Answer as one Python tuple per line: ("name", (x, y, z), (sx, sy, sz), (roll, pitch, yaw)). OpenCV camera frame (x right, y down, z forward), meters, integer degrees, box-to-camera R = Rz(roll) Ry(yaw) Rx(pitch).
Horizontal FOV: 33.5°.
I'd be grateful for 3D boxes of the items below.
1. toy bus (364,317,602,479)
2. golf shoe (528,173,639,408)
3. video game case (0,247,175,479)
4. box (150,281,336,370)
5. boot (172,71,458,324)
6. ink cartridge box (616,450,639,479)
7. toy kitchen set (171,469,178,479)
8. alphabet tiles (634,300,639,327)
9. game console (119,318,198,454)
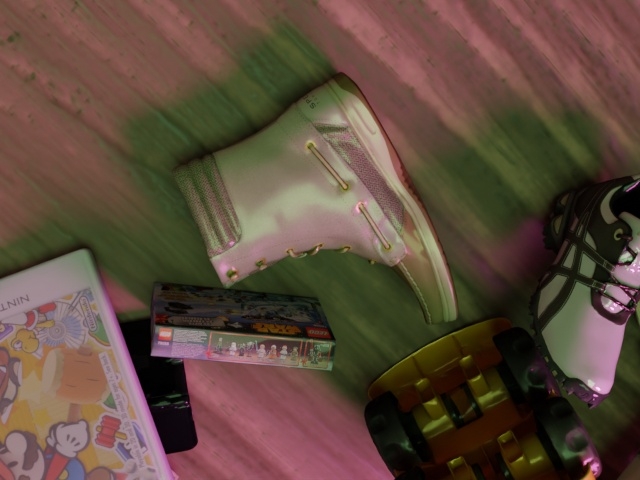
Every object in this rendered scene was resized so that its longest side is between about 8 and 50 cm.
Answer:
("toy bus", (0.149, 0.204, 0.842), (0.149, 0.220, 0.211), (-27, 116, 4))
("golf shoe", (0.215, 0.027, 0.803), (0.077, 0.198, 0.094), (29, 141, -24))
("video game case", (-0.236, 0.146, 0.812), (0.206, 0.026, 0.227), (-21, 86, -2))
("box", (-0.062, 0.066, 0.823), (0.137, 0.094, 0.027), (6, 106, -10))
("boot", (0.000, 0.000, 0.822), (0.165, 0.077, 0.213), (-29, 105, 0))
("ink cartridge box", (0.355, 0.207, 0.837), (0.115, 0.198, 0.273), (40, 89, -19))
("toy kitchen set", (-0.177, 0.205, 0.871), (0.083, 0.075, 0.068), (-60, 143, -26))
("alphabet tiles", (0.396, 0.011, 0.918), (0.278, 0.021, 0.284), (-21, 109, -2))
("game console", (-0.169, 0.127, 0.869), (0.122, 0.071, 0.107), (-9, 79, -7))
